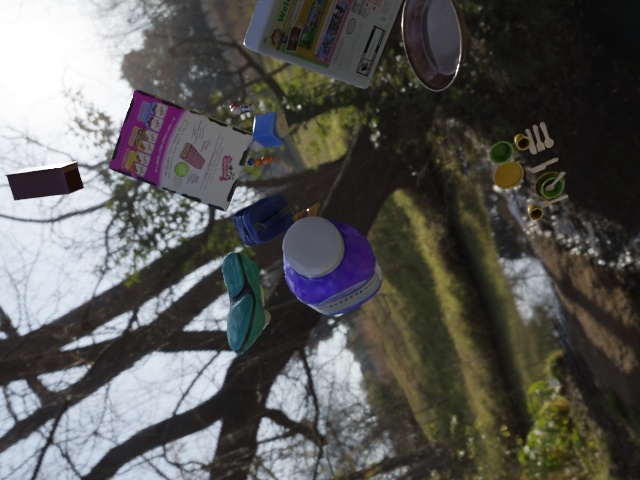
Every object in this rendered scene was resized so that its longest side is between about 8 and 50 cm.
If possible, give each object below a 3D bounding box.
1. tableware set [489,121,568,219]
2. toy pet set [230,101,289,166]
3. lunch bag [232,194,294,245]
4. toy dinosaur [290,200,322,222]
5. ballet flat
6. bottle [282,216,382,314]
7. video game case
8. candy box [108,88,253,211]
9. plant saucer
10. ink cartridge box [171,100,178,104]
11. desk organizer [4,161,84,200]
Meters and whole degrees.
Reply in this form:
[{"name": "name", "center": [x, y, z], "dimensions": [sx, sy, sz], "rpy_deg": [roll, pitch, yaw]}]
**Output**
[{"name": "tableware set", "center": [0.324, -0.100, 1.025], "dimensions": [0.024, 0.104, 0.154], "rpy_deg": [-98, -18, -59]}, {"name": "toy pet set", "center": [-0.115, -0.185, 1.183], "dimensions": [0.065, 0.114, 0.122], "rpy_deg": [-48, -52, -51]}, {"name": "lunch bag", "center": [-0.098, -0.035, 1.137], "dimensions": [0.065, 0.098, 0.067], "rpy_deg": [-13, 108, 53]}, {"name": "toy dinosaur", "center": [0.000, 0.000, 1.098], "dimensions": [0.112, 0.064, 0.211], "rpy_deg": [58, -164, -10]}, {"name": "ballet flat", "center": [-0.138, 0.125, 1.303], "dimensions": [0.087, 0.083, 0.247], "rpy_deg": [29, -149, -36]}, {"name": "bottle", "center": [0.014, 0.034, 0.854], "dimensions": [0.092, 0.118, 0.283], "rpy_deg": [63, -178, 15]}, {"name": "video game case", "center": [0.027, -0.276, 0.674], "dimensions": [0.023, 0.212, 0.193], "rpy_deg": [32, -161, 33]}, {"name": "candy box", "center": [-0.259, -0.170, 1.253], "dimensions": [0.233, 0.159, 0.071], "rpy_deg": [21, -170, -8]}, {"name": "plant saucer", "center": [0.215, -0.377, 1.215], "dimensions": [0.198, 0.036, 0.199], "rpy_deg": [163, 90, -72]}, {"name": "ink cartridge box", "center": [-0.294, -0.230, 1.431], "dimensions": [0.122, 0.052, 0.088], "rpy_deg": [51, -169, -35]}, {"name": "desk organizer", "center": [-0.500, -0.107, 1.198], "dimensions": [0.047, 0.130, 0.050], "rpy_deg": [-47, -50, -64]}]
